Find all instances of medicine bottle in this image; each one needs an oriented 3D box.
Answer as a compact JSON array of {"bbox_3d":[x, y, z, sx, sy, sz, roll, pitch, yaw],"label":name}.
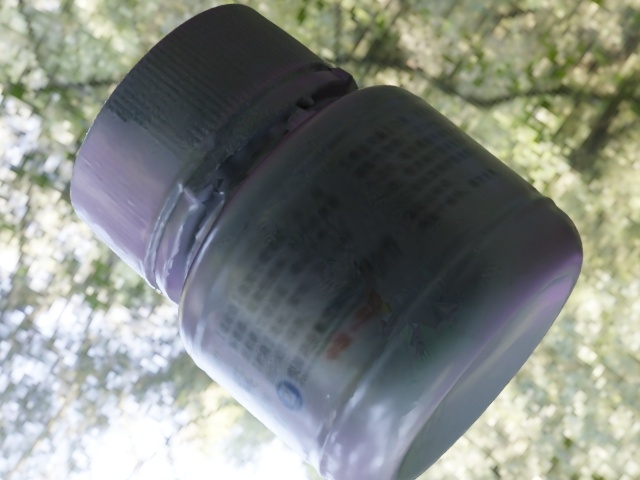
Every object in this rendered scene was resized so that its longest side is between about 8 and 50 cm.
[{"bbox_3d":[0.000,0.000,1.045,0.302,0.241,0.241,40,-159,17],"label":"medicine bottle"}]
